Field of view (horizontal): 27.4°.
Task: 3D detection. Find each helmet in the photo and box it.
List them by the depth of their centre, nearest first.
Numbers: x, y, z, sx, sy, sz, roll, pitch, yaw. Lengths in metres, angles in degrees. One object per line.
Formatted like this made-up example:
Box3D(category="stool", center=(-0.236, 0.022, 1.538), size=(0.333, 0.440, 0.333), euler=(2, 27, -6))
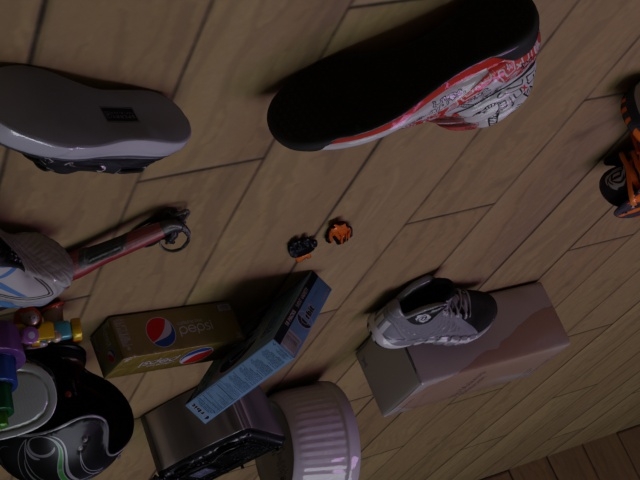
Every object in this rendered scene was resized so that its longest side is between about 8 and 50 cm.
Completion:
Box3D(category="helmet", center=(-0.316, 0.219, 1.584), size=(0.169, 0.169, 0.161), euler=(-21, 144, -7))

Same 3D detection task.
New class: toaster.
Box3D(category="toaster", center=(-0.168, 0.295, 2.000), size=(0.168, 0.110, 0.185), euler=(-29, 159, 11))

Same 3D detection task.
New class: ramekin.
Box3D(category="ramekin", center=(-0.029, 0.334, 2.131), size=(0.109, 0.207, 0.207), euler=(-2, 152, -27))

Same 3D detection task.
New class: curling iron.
Box3D(category="curling iron", center=(-0.257, 0.034, 1.369), size=(0.274, 0.035, 0.068), euler=(-24, 160, -1))

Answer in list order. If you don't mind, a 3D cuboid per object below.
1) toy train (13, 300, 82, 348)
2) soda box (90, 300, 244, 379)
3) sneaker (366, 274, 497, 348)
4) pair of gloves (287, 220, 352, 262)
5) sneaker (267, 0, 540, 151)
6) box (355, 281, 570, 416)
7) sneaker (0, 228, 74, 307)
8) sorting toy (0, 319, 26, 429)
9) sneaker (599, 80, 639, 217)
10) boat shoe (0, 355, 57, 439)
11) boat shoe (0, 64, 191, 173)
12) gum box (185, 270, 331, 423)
Box3D(category="toy train", center=(-0.336, 0.096, 1.431), size=(0.125, 0.046, 0.166), euler=(-11, 175, 27))
Box3D(category="soda box", center=(-0.189, 0.123, 1.628), size=(0.181, 0.058, 0.061), euler=(-5, 154, -39))
Box3D(category="sneaker", center=(0.191, 0.098, 1.949), size=(0.228, 0.086, 0.132), euler=(-10, 153, -30))
Box3D(category="pair of gloves", center=(0.000, 0.000, 1.602), size=(0.083, 0.010, 0.074), euler=(-21, 161, 0))
Box3D(category="sneaker", center=(0.087, -0.133, 1.255), size=(0.270, 0.090, 0.145), euler=(-26, 157, -1))
Box3D(category="box", center=(0.230, 0.173, 2.120), size=(0.311, 0.121, 0.148), euler=(-11, 157, -31))
Box3D(category="sneaker", center=(-0.312, 0.021, 1.202), size=(0.086, 0.085, 0.237), euler=(-38, 157, 8))
Box3D(category="sorting toy", center=(-0.466, 0.166, 1.265), size=(0.365, 0.126, 0.127), euler=(-7, 148, -16))
Box3D(category="sneaker", center=(0.422, -0.097, 1.668), size=(0.180, 0.124, 0.321), euler=(-20, 151, 34))
Box3D(category="boat shoe", center=(-0.442, 0.186, 1.437), size=(0.302, 0.114, 0.091), euler=(-2, -176, -14))
Box3D(category="boat shoe", center=(-0.206, -0.088, 1.078), size=(0.076, 0.080, 0.228), euler=(-38, 163, 30))
Box3D(category="gum box", center=(-0.079, 0.138, 1.692), size=(0.184, 0.041, 0.157), euler=(-38, -167, 34))
